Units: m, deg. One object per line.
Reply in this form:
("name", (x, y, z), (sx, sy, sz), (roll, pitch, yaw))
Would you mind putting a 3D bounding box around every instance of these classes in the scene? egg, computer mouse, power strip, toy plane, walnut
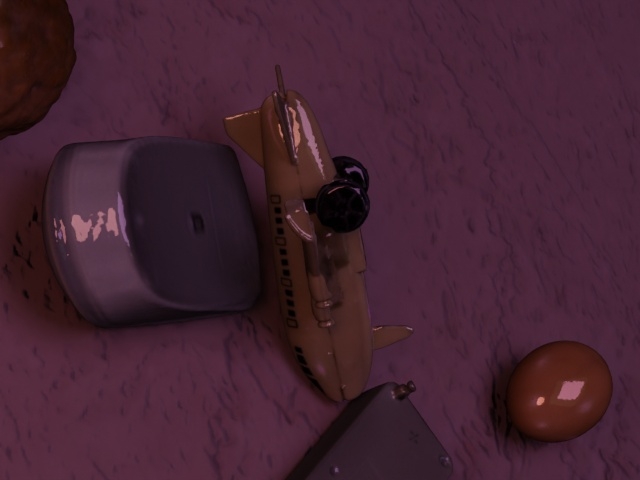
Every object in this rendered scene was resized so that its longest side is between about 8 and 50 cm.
("egg", (0.190, 0.124, 1.384), (0.096, 0.080, 0.080), (-14, 81, -40))
("computer mouse", (-0.114, -0.007, 1.136), (0.231, 0.079, 0.128), (7, 76, -65))
("power strip", (0.036, 0.211, 1.194), (0.145, 0.061, 0.215), (55, 43, -10))
("toy plane", (0.000, 0.000, 1.214), (0.229, 0.092, 0.244), (-93, 165, -74))
("walnut", (-0.227, -0.130, 1.024), (0.184, 0.155, 0.155), (1, 69, -69))
